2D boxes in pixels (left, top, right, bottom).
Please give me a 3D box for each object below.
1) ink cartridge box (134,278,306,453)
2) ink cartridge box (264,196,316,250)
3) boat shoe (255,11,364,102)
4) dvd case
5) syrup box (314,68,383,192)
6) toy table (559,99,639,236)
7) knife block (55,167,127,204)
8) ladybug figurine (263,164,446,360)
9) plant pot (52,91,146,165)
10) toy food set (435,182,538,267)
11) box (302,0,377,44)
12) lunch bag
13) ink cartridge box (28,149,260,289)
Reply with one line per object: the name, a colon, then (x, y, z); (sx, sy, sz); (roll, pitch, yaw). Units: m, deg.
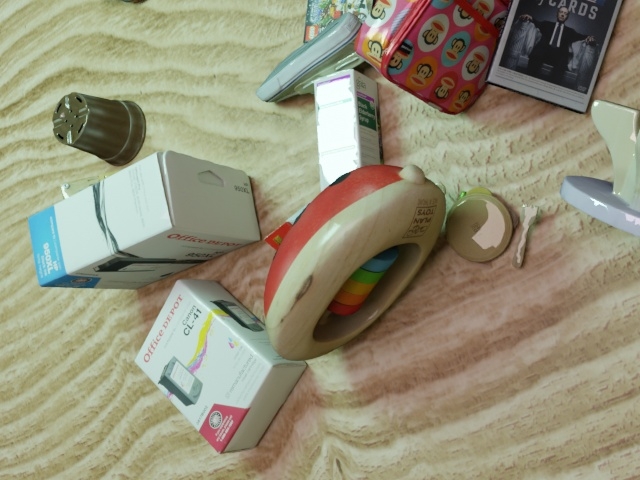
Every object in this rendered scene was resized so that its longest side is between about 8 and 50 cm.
ink cartridge box: (-0.214, 0.255, 1.611); (0.306, 0.131, 0.226); (37, 104, 29)
ink cartridge box: (0.000, 0.000, 1.501); (0.179, 0.145, 0.045); (-38, 26, 21)
boat shoe: (-0.016, -0.343, 1.568); (0.302, 0.094, 0.109); (-25, 27, 45)
dvd case: (0.394, -0.352, 1.295); (0.179, 0.029, 0.238); (17, 95, -5)
syrup box: (0.057, -0.202, 1.513); (0.096, 0.093, 0.236); (-8, 80, 33)
toy table: (0.507, -0.098, 1.146); (0.274, 0.252, 0.160); (22, 113, 24)
knife block: (-0.547, -0.064, 1.903); (0.276, 0.242, 0.088); (-16, 71, -17)
ladybug figurine: (0.043, 0.029, 1.359); (0.162, 0.305, 0.449); (53, 126, 27)
plant pot: (-0.538, -0.274, 1.861); (0.167, 0.165, 0.166); (-4, 82, 33)
toy food set: (0.285, -0.027, 1.386); (0.192, 0.038, 0.132); (17, 101, 28)
box: (0.052, -0.513, 1.583); (0.159, 0.044, 0.233); (4, 86, 33)
lunch bag: (0.215, -0.366, 1.316); (0.120, 0.293, 0.258); (45, 109, 33)
ink cartridge box: (-0.372, -0.027, 1.652); (0.395, 0.285, 0.166); (-21, 75, 29)
